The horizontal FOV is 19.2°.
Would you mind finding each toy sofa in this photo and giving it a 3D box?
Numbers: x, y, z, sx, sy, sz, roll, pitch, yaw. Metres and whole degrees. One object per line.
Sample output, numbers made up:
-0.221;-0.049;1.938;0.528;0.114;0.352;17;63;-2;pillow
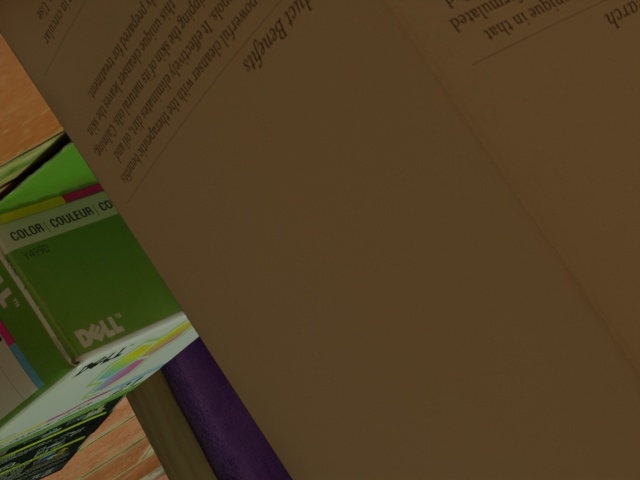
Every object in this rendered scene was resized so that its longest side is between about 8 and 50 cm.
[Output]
-0.023;0.158;1.332;0.177;0.362;0.150;-29;174;14;toy sofa

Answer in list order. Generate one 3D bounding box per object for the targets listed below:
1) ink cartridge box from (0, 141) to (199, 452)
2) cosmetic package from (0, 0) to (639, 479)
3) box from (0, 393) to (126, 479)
-0.100;0.006;1.018;0.255;0.097;0.189;-38;172;32;ink cartridge box
0.064;0.001;0.629;0.155;0.365;0.197;-29;172;-36;cosmetic package
-0.261;0.139;1.194;0.270;0.060;0.216;-22;166;-31;box
